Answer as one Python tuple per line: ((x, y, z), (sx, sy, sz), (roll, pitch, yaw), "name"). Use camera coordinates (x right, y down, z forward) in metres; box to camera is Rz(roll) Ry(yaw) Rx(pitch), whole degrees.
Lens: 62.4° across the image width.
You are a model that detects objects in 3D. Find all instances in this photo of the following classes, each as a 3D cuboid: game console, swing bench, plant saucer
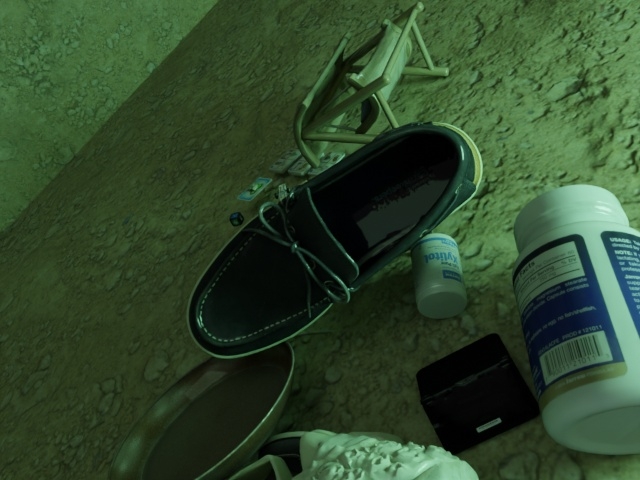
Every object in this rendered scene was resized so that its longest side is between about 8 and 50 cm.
((0.191, 0.187, 0.657), (0.122, 0.071, 0.107), (-31, 71, 12), "game console")
((0.085, -0.300, 1.047), (0.255, 0.165, 0.253), (-5, 46, 36), "swing bench")
((-0.160, 0.259, 0.769), (0.311, 0.050, 0.310), (-29, 18, 10), "plant saucer")

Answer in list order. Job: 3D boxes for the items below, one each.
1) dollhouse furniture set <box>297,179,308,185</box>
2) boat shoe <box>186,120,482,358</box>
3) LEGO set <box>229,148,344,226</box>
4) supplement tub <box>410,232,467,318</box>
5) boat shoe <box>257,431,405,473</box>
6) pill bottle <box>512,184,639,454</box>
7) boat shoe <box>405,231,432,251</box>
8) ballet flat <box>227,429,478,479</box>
((-0.013, -0.035, 0.978), (0.081, 0.091, 0.114), (-43, 40, 22), "dollhouse furniture set")
((0.000, 0.000, 0.741), (0.500, 0.156, 0.186), (-34, 83, 10), "boat shoe")
((-0.075, -0.101, 1.117), (0.182, 0.060, 0.244), (13, 51, 44), "LEGO set")
((0.167, 0.049, 0.755), (0.071, 0.071, 0.107), (-21, 44, 22), "supplement tub")
((0.006, 0.284, 0.666), (0.206, 0.075, 0.065), (-12, 47, 23), "boat shoe")
((0.294, 0.074, 0.568), (0.153, 0.153, 0.264), (-18, 45, 25), "pill bottle")
((0.125, -0.037, 0.836), (0.307, 0.111, 0.104), (-49, 45, -3), "boat shoe")
((-0.029, 0.293, 0.594), (0.409, 0.147, 0.147), (-35, 39, 21), "ballet flat")
